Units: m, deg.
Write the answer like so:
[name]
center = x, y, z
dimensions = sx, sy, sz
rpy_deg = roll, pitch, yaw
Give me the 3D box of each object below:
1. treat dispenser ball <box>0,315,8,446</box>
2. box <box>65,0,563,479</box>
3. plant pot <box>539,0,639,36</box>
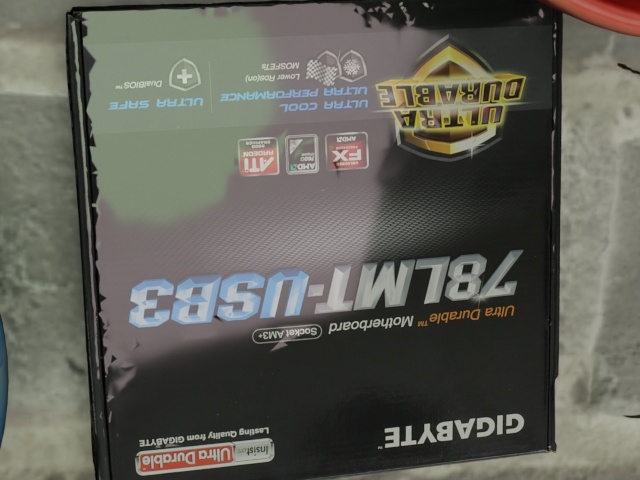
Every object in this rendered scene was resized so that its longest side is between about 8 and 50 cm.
[treat dispenser ball]
center = -0.299, 0.072, 0.652
dimensions = 0.288, 0.288, 0.288
rpy_deg = -3, 101, -13
[box]
center = 0.000, 0.000, 0.824
dimensions = 0.296, 0.073, 0.293
rpy_deg = -3, 100, -12
[plant pot]
center = 0.140, -0.251, 0.717
dimensions = 0.275, 0.243, 0.274
rpy_deg = -3, 101, -14
